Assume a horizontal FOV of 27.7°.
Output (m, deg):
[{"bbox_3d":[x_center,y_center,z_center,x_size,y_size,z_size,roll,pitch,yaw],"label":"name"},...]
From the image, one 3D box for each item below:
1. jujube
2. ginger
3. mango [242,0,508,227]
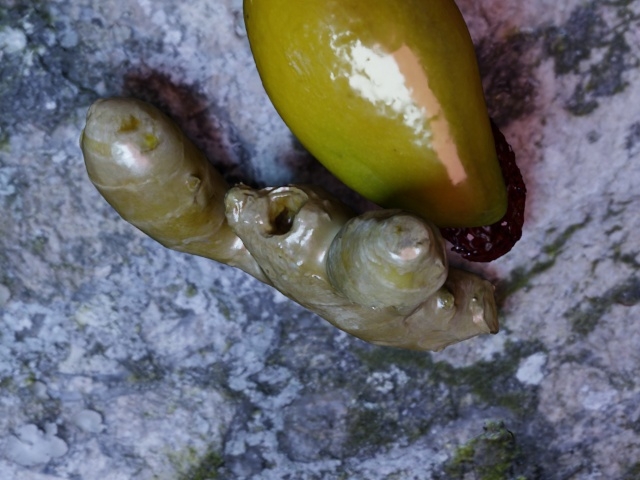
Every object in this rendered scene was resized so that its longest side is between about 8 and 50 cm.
[{"bbox_3d":[0.138,-0.052,1.173,0.104,0.104,0.166,-29,129,12],"label":"jujube"},{"bbox_3d":[-0.018,0.011,1.159,0.363,0.122,0.348,13,163,24],"label":"ginger"},{"bbox_3d":[0.045,-0.138,1.066,0.177,0.119,0.316,-31,95,27],"label":"mango"}]
